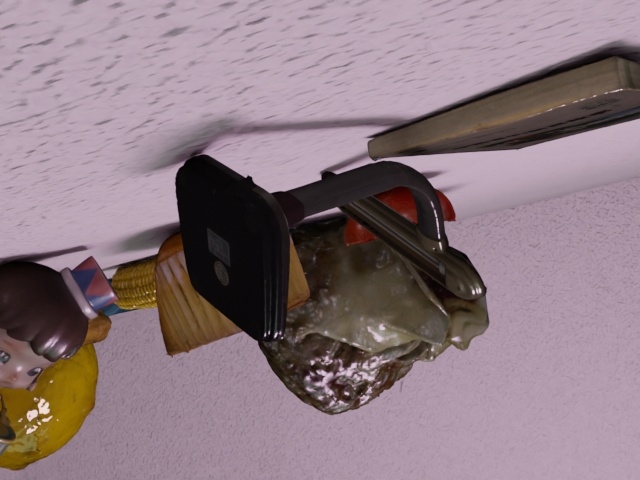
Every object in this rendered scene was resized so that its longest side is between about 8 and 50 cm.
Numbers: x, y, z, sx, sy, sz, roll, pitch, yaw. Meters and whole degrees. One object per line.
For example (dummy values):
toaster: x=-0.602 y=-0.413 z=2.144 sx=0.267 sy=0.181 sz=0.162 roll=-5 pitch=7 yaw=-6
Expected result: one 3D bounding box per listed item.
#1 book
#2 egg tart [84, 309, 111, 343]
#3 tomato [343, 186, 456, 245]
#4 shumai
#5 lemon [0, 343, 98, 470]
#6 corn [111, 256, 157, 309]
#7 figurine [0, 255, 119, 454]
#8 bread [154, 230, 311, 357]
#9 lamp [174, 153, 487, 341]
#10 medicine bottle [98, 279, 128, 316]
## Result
book: x=0.202 y=-0.107 z=0.639 sx=0.215 sy=0.025 sz=0.283 roll=-13 pitch=179 yaw=42
egg tart: x=-0.512 y=0.137 z=1.189 sx=0.341 sy=0.129 sz=0.341 roll=-12 pitch=176 yaw=-1
tomato: x=0.098 y=-0.041 z=0.991 sx=0.156 sy=0.069 sz=0.155 roll=-14 pitch=180 yaw=0
shumai: x=0.120 y=0.113 z=1.291 sx=0.348 sy=0.395 sz=0.395 roll=-13 pitch=178 yaw=35
lemon: x=-0.659 y=0.292 z=1.546 sx=0.387 sy=0.349 sz=0.350 roll=19 pitch=180 yaw=5
corn: x=-0.259 y=0.068 z=1.290 sx=0.244 sy=0.093 sz=0.093 roll=-15 pitch=177 yaw=26
figurine: x=-0.368 y=0.126 z=0.887 sx=0.158 sy=0.275 sz=0.161 roll=30 pitch=171 yaw=30
bread: x=-0.138 y=0.053 z=1.009 sx=0.204 sy=0.156 sz=0.288 roll=-20 pitch=176 yaw=-14
lamp: x=-0.003 y=-0.025 z=0.607 sx=0.283 sy=0.124 sz=0.203 roll=-6 pitch=-154 yaw=-44
medicine bottle: x=-0.462 y=0.129 z=1.707 sx=0.124 sy=0.079 sz=0.258 roll=-17 pitch=177 yaw=13
